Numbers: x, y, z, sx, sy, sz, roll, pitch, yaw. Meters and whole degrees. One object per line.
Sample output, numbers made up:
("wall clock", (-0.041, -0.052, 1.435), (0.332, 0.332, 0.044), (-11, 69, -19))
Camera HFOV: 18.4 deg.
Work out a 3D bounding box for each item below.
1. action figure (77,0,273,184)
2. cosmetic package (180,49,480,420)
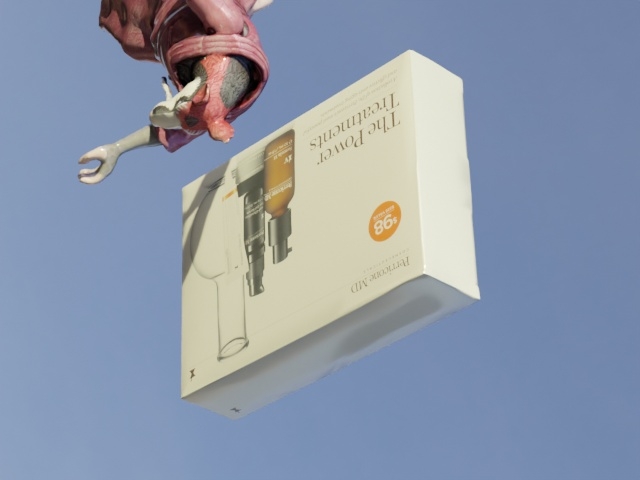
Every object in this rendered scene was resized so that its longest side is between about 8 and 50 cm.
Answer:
("action figure", (-0.115, -0.201, 1.990), (0.370, 0.275, 0.248), (-112, -153, -50))
("cosmetic package", (0.000, 0.000, 2.183), (0.377, 0.097, 0.284), (-29, -129, 37))
